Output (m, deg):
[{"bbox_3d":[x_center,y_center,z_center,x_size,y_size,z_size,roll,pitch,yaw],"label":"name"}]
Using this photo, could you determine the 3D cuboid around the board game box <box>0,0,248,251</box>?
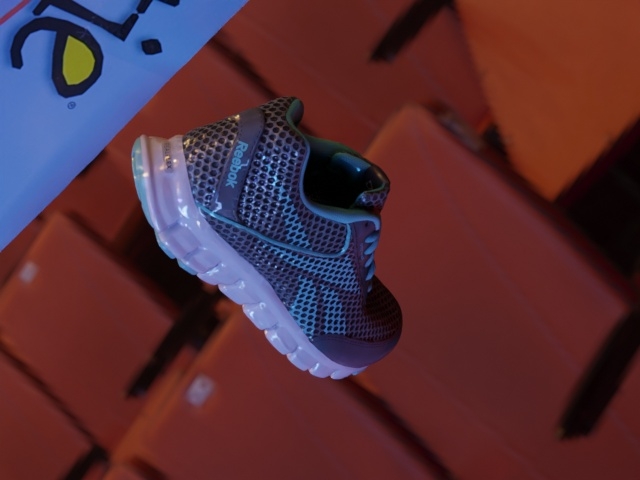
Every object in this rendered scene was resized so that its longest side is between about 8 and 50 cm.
[{"bbox_3d":[-0.136,-0.146,0.389,0.144,0.275,0.142,-44,39,10],"label":"board game box"}]

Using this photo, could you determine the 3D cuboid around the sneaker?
[{"bbox_3d":[0.000,0.000,0.718,0.076,0.166,0.065,-26,54,19],"label":"sneaker"}]
